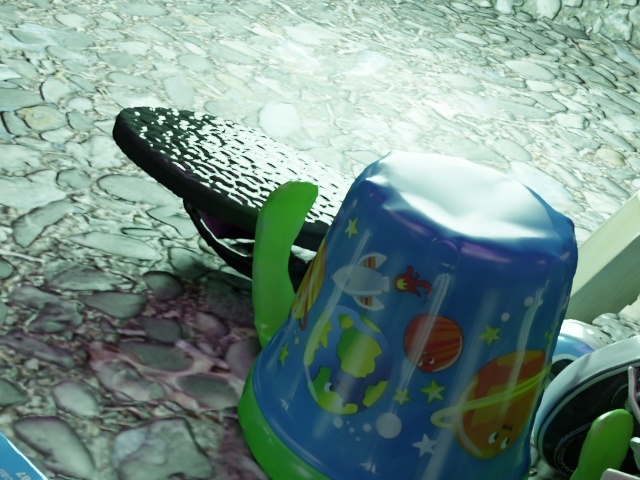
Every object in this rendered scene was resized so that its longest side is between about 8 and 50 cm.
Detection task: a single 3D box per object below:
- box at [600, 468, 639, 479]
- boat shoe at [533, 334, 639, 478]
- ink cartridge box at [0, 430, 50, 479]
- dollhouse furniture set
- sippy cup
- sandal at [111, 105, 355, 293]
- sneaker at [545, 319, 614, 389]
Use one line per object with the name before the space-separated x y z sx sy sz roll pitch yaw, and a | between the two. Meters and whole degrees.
box | 0.280 0.240 0.553 0.311 0.148 0.121 12 -19 37
boat shoe | 0.263 0.132 0.772 0.113 0.306 0.105 41 48 -18
ink cartridge box | -0.280 0.177 0.481 0.223 0.129 0.307 35 31 29
dollhouse furniture set | 0.343 0.097 1.058 0.242 0.161 0.212 39 26 -7
sippy cup | 0.077 0.064 0.811 0.305 0.224 0.240 19 26 4
sandal | 0.002 0.002 1.043 0.445 0.107 0.168 22 23 -20
sneaker | 0.282 0.157 0.936 0.237 0.085 0.086 31 56 18
